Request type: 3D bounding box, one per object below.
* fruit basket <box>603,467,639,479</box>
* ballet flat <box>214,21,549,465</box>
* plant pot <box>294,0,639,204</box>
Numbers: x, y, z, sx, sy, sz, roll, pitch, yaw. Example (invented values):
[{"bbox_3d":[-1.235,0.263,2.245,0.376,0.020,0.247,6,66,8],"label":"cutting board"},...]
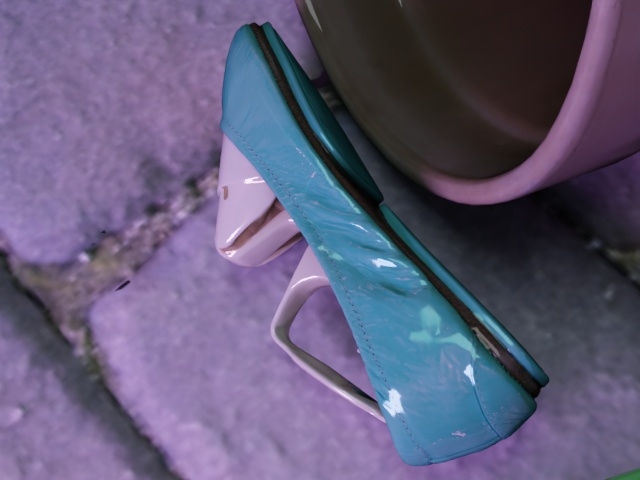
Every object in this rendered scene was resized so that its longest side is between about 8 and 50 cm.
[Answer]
[{"bbox_3d":[0.128,0.260,0.332,0.392,0.283,0.392,-17,45,18],"label":"fruit basket"},{"bbox_3d":[0.000,0.000,0.609,0.087,0.083,0.247,-38,60,4],"label":"ballet flat"},{"bbox_3d":[0.151,-0.203,0.589,0.280,0.323,0.323,-15,59,-18],"label":"plant pot"}]
